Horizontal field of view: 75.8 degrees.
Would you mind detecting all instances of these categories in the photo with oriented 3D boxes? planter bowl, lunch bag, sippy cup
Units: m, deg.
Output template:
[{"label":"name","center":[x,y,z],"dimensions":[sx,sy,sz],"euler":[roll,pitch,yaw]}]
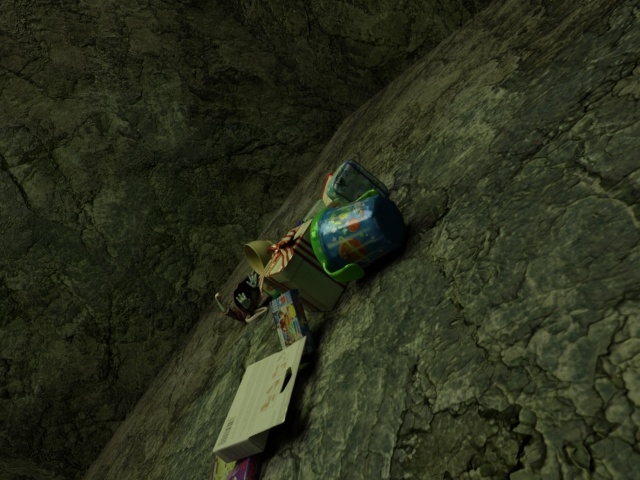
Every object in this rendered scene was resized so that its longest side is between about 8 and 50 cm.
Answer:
[{"label":"planter bowl","center":[-0.265,0.064,1.900],"dimensions":[0.109,0.162,0.162],"euler":[-32,4,-28]},{"label":"lunch bag","center":[0.141,-0.191,1.562],"dimensions":[0.176,0.219,0.090],"euler":[-58,16,-23]},{"label":"sippy cup","center":[0.127,-0.025,1.248],"dimensions":[0.224,0.240,0.305],"euler":[-25,67,39]}]

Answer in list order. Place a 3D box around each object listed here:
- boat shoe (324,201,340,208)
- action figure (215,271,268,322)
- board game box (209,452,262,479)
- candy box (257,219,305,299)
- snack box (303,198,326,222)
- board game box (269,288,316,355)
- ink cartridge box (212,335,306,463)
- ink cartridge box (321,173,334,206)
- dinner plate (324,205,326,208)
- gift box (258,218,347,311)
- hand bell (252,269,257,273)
[{"label":"boat shoe","center":[0.000,0.000,1.643],"dimensions":[0.341,0.122,0.110],"euler":[-49,-23,-2]},{"label":"action figure","center":[-0.370,0.329,2.103],"dimensions":[0.248,0.275,0.370],"euler":[-26,-23,-34]},{"label":"board game box","center":[-0.234,0.610,1.150],"dimensions":[0.208,0.056,0.347],"euler":[-44,16,16]},{"label":"candy box","center":[-0.153,0.088,2.003],"dimensions":[0.317,0.122,0.268],"euler":[-49,14,20]},{"label":"snack box","center":[-0.041,-0.122,2.236],"dimensions":[0.207,0.070,0.174],"euler":[-53,7,-5]},{"label":"board game box","center":[-0.091,0.268,1.289],"dimensions":[0.136,0.035,0.201],"euler":[-36,66,47]},{"label":"ink cartridge box","center":[-0.142,0.434,1.140],"dimensions":[0.261,0.066,0.296],"euler":[-32,20,25]},{"label":"ink cartridge box","center":[0.072,-0.216,1.889],"dimensions":[0.231,0.078,0.134],"euler":[-115,35,-51]},{"label":"dinner plate","center":[0.064,-0.194,2.132],"dimensions":[0.141,0.017,0.141],"euler":[-52,-15,-19]},{"label":"gift box","center":[-0.056,0.099,1.402],"dimensions":[0.276,0.258,0.255],"euler":[-59,15,-27]},{"label":"hand bell","center":[-0.358,0.250,2.336],"dimensions":[0.242,0.126,0.126],"euler":[-54,9,46]}]
